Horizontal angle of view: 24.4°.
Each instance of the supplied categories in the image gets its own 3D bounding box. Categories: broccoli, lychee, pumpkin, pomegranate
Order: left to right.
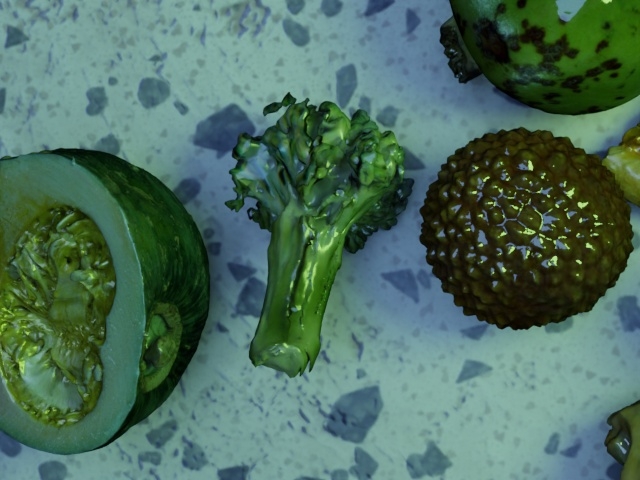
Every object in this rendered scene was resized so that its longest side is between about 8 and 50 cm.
[{"bbox_3d":[-0.237,0.053,1.512,0.263,0.197,0.293,11,97,24],"label":"pumpkin"},{"bbox_3d":[0.014,-0.012,1.438,0.198,0.177,0.275,-33,40,29],"label":"broccoli"},{"bbox_3d":[0.203,-0.003,1.427,0.200,0.200,0.238,-36,122,8],"label":"lychee"},{"bbox_3d":[0.225,-0.235,1.408,0.270,0.254,0.254,-33,82,23],"label":"pomegranate"}]

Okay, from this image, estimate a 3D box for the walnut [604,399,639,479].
[{"bbox_3d":[0.357,0.253,1.373,0.141,0.204,0.238,-37,80,48],"label":"walnut"}]

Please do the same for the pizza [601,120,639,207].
[{"bbox_3d":[0.431,-0.120,1.436,0.335,0.086,0.226,-4,89,13],"label":"pizza"}]
